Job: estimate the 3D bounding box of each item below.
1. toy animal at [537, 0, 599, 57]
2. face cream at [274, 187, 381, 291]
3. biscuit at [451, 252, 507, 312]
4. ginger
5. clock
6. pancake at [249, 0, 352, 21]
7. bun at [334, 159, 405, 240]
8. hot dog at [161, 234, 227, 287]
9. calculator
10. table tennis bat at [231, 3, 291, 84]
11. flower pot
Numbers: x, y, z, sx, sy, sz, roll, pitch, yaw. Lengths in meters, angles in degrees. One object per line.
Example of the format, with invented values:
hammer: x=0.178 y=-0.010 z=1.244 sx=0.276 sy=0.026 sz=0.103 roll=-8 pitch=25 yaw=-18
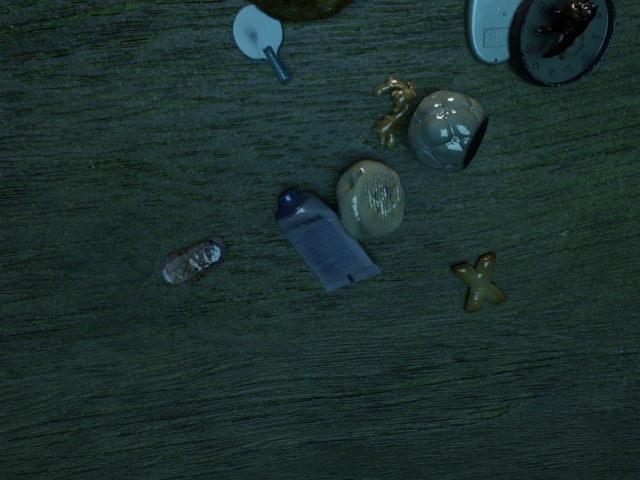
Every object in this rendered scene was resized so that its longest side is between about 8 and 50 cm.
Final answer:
toy animal: x=0.682 y=-0.588 z=1.201 sx=0.116 sy=0.179 sz=0.218 roll=17 pitch=108 yaw=-17
face cream: x=0.000 y=0.000 z=1.541 sx=0.235 sy=0.137 sz=0.420 roll=-24 pitch=115 yaw=30
biscuit: x=0.585 y=0.160 z=1.656 sx=0.164 sy=0.047 sz=0.208 roll=-21 pitch=110 yaw=6
ginger: x=0.232 y=-0.409 z=1.428 sx=0.176 sy=0.052 sz=0.193 roll=-31 pitch=108 yaw=16
clock: x=0.714 y=-0.612 z=1.332 sx=0.313 sy=0.061 sz=0.312 roll=-4 pitch=115 yaw=-9
pancake: x=-0.060 y=-0.696 z=1.152 sx=0.387 sy=0.387 sz=0.082 roll=2 pitch=76 yaw=-2
bun: x=0.155 y=-0.129 z=1.465 sx=0.273 sy=0.168 sz=0.273 roll=-3 pitch=95 yaw=-37
hot dog: x=-0.441 y=0.073 z=1.595 sx=0.253 sy=0.069 sz=0.131 roll=-29 pitch=100 yaw=7
calculator: x=0.523 y=-0.677 z=1.334 sx=0.184 sy=0.042 sz=0.295 roll=-5 pitch=111 yaw=1
table tennis bat: x=-0.165 y=-0.587 z=1.361 sx=0.153 sy=0.040 sz=0.244 roll=-30 pitch=105 yaw=11
flower pot: x=0.379 y=-0.329 z=1.365 sx=0.195 sy=0.246 sz=0.246 roll=30 pitch=111 yaw=22
